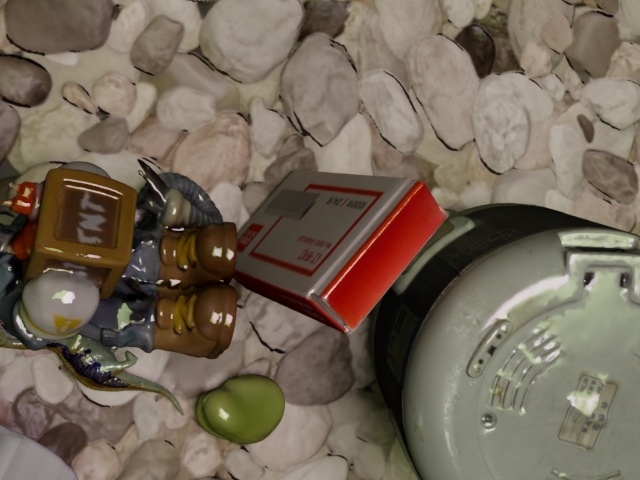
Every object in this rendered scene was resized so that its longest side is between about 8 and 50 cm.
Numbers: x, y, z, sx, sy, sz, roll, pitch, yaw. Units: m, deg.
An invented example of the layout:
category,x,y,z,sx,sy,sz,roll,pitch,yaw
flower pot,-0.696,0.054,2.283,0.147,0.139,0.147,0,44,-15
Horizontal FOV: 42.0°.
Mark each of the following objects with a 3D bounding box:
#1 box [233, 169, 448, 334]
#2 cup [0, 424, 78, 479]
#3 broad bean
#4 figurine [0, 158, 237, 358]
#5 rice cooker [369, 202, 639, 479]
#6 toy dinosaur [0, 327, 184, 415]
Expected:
category,x,y,z,sx,sy,sz,roll,pitch,yaw
box,0.000,0.000,0.686,0.050,0.229,0.123,44,78,-22
cup,-0.298,0.240,0.590,0.221,0.166,0.202,7,47,11
broad bean,-0.071,0.155,0.761,0.083,0.045,0.063,-3,80,-28
figurine,-0.251,0.016,0.610,0.382,0.186,0.260,7,56,-16
rice cooker,0.183,0.105,0.731,0.289,0.277,0.288,-1,99,-5
toy dinosaur,-0.188,0.100,0.722,0.180,0.037,0.058,28,95,-12
